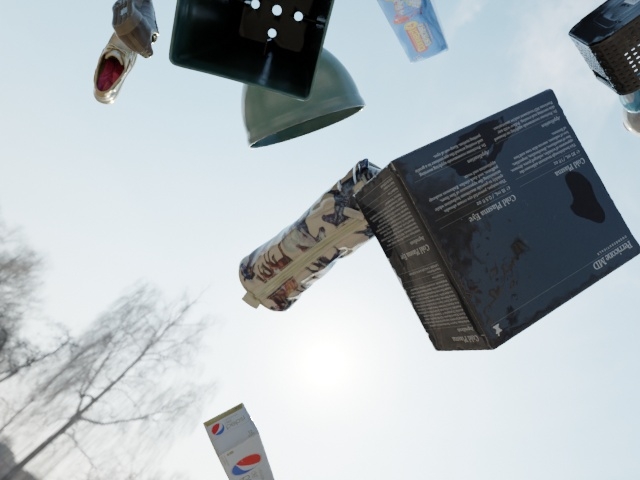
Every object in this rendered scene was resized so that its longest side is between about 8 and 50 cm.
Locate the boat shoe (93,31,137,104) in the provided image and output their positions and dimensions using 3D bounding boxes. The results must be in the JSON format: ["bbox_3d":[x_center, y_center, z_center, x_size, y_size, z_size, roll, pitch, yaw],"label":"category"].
[{"bbox_3d":[-0.404,-0.355,1.055,0.063,0.169,0.059,16,-7,-15],"label":"boat shoe"}]

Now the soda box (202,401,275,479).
[{"bbox_3d":[-0.133,0.370,0.911,0.069,0.074,0.216,49,-24,39],"label":"soda box"}]

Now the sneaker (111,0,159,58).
[{"bbox_3d":[-0.312,-0.373,0.911,0.066,0.188,0.071,-21,-47,11],"label":"sneaker"}]

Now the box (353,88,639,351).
[{"bbox_3d":[0.289,-0.030,0.896,0.312,0.343,0.179,63,-19,5],"label":"box"}]

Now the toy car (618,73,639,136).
[{"bbox_3d":[0.688,-0.246,1.056,0.238,0.219,0.210,76,-7,-85],"label":"toy car"}]

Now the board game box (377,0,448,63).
[{"bbox_3d":[0.150,-0.557,1.046,0.086,0.308,0.301,-16,-104,20],"label":"board game box"}]

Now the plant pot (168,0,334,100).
[{"bbox_3d":[-0.068,-0.297,0.679,0.166,0.234,0.165,14,-67,-4],"label":"plant pot"}]

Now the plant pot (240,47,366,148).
[{"bbox_3d":[-0.062,-0.354,1.239,0.293,0.293,0.196,-12,-81,48],"label":"plant pot"}]

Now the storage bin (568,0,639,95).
[{"bbox_3d":[0.430,-0.284,0.677,0.180,0.122,0.084,-35,-69,24],"label":"storage bin"}]

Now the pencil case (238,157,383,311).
[{"bbox_3d":[0.000,0.000,1.158,0.410,0.183,0.160,-38,-90,24],"label":"pencil case"}]
